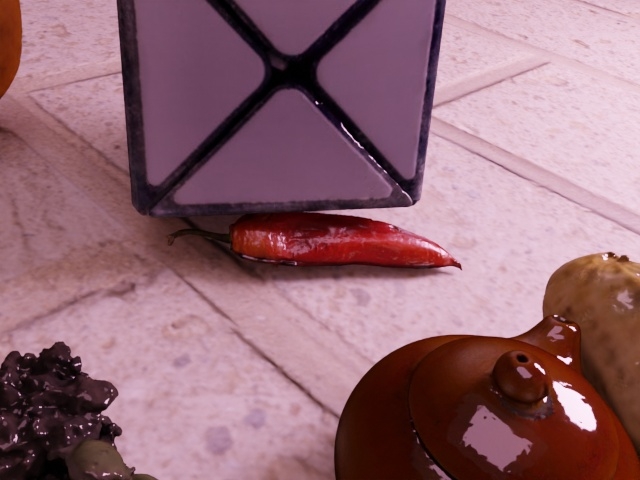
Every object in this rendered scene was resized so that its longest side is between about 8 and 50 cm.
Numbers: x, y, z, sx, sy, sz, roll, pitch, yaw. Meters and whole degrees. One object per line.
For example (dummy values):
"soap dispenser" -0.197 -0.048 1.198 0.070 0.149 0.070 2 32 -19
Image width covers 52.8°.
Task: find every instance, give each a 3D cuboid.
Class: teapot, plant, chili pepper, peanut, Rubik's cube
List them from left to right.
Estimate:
"plant" -0.138 0.125 0.359 0.085 0.087 0.174 -45 57 -6
"Rubik's cube" -0.051 -0.180 0.600 0.255 0.259 0.260 -4 22 -14
"chili pepper" 0.000 0.000 0.576 0.268 0.050 0.059 4 12 -6
"teapot" 0.085 0.124 0.353 0.178 0.135 0.252 24 38 27
"peanut" 0.225 0.091 0.415 0.098 0.103 0.229 -16 42 -5

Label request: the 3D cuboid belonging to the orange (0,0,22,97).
"orange" -0.428 -0.221 0.640 0.246 0.246 0.246 5 36 -4
